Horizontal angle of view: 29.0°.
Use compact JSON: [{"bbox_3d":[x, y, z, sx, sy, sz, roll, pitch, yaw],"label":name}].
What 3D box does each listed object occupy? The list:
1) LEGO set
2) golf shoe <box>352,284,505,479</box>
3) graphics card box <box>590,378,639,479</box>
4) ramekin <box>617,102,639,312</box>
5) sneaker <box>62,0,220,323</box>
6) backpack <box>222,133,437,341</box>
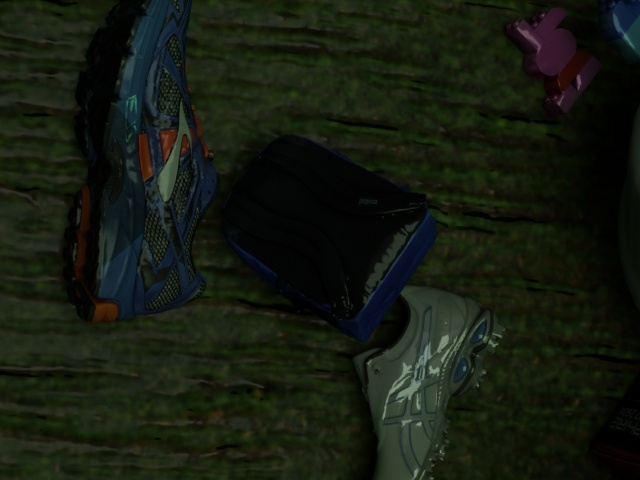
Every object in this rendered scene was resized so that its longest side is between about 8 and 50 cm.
[{"bbox_3d":[0.217,-0.206,0.863,0.093,0.087,0.227,42,78,-14],"label":"LEGO set"},{"bbox_3d":[0.053,0.113,0.837,0.086,0.069,0.176,25,80,4],"label":"golf shoe"},{"bbox_3d":[0.400,0.081,0.920,0.233,0.094,0.371,41,78,-14],"label":"graphics card box"},{"bbox_3d":[0.329,-0.036,0.797,0.277,0.135,0.277,-7,64,14],"label":"ramekin"},{"bbox_3d":[-0.105,-0.057,0.776,0.087,0.083,0.221,6,94,-31],"label":"sneaker"},{"bbox_3d":[0.000,0.000,0.791,0.120,0.101,0.098,32,75,17],"label":"backpack"}]
